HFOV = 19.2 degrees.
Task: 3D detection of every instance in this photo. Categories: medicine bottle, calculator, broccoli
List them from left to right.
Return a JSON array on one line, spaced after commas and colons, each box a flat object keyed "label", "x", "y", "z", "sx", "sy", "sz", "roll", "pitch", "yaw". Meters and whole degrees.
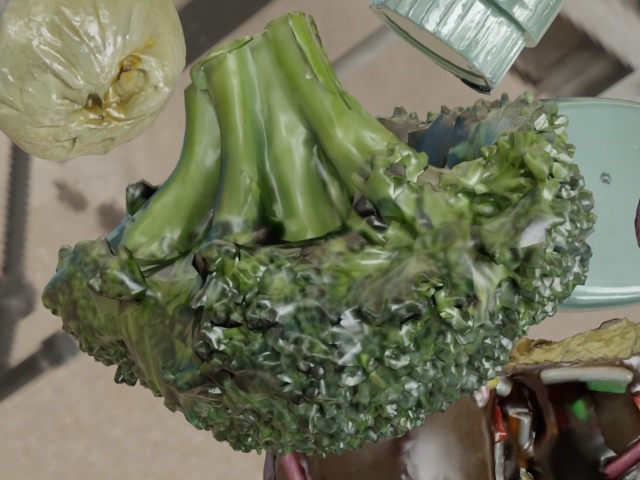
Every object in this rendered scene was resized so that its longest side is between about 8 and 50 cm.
[{"label": "broccoli", "x": 0.002, "y": 0.002, "z": 0.776, "sx": 0.198, "sy": 0.226, "sz": 0.176, "roll": -30, "pitch": 70, "yaw": -35}, {"label": "medicine bottle", "x": 0.186, "y": -0.301, "z": 1.706, "sx": 0.158, "sy": 0.318, "sz": 0.158, "roll": 34, "pitch": -2, "yaw": 2}, {"label": "calculator", "x": 0.221, "y": -0.032, "z": 1.564, "sx": 0.295, "sy": 0.042, "sz": 0.184, "roll": -5, "pitch": 75, "yaw": -25}]

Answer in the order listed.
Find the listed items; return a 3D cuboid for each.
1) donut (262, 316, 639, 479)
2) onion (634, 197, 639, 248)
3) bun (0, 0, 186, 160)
[{"label": "donut", "x": 0.124, "y": 0.175, "z": 1.156, "sx": 0.345, "sy": 0.136, "sz": 0.259, "roll": -1, "pitch": 79, "yaw": -43}, {"label": "onion", "x": 0.263, "y": -0.018, "z": 1.243, "sx": 0.104, "sy": 0.115, "sz": 0.115, "roll": 68, "pitch": 8, "yaw": -57}, {"label": "bun", "x": -0.207, "y": -0.161, "z": 1.762, "sx": 0.127, "sy": 0.222, "sz": 0.222, "roll": 26, "pitch": 15, "yaw": 32}]
